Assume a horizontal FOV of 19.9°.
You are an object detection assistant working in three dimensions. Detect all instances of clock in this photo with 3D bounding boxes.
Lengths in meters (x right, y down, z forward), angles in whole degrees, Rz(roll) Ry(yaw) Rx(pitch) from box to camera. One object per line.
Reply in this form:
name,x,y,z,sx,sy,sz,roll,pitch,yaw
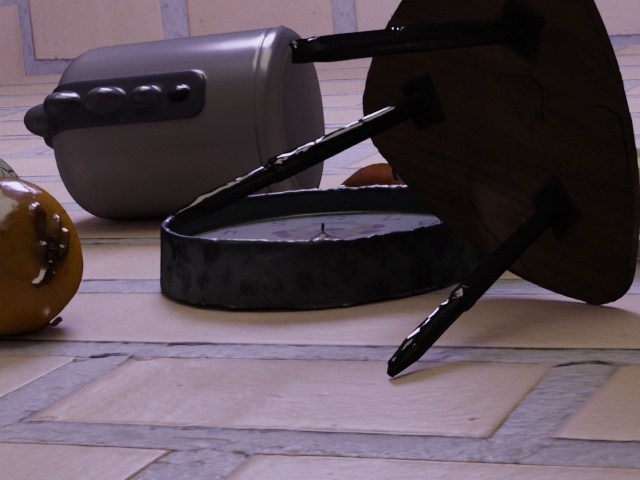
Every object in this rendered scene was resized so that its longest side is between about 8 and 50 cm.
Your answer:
clock,0.000,0.001,1.695,0.312,0.061,0.312,-4,10,1

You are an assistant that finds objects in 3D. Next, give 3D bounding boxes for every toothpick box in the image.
toothpick box,-0.171,-0.130,2.065,0.316,0.229,0.229,-3,11,15

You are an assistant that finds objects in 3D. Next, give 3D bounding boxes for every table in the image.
table,0.061,-0.077,1.406,0.249,0.317,0.317,-25,20,-35

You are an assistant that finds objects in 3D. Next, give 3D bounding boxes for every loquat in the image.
loquat,-0.272,0.017,1.560,0.141,0.141,0.141,-5,10,1

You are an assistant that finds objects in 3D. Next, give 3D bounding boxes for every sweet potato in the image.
sweet potato,0.085,-0.053,1.940,0.078,0.058,0.255,-3,5,-19

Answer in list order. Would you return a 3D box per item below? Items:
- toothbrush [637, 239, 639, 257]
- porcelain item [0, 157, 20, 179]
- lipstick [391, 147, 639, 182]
toothbrush,0.353,-0.006,1.669,0.269,0.021,0.027,-10,6,-23
porcelain item,-0.397,-0.049,1.701,0.253,0.253,0.253,-5,10,1
lipstick,0.213,-0.063,1.660,0.304,0.076,0.076,12,16,18
